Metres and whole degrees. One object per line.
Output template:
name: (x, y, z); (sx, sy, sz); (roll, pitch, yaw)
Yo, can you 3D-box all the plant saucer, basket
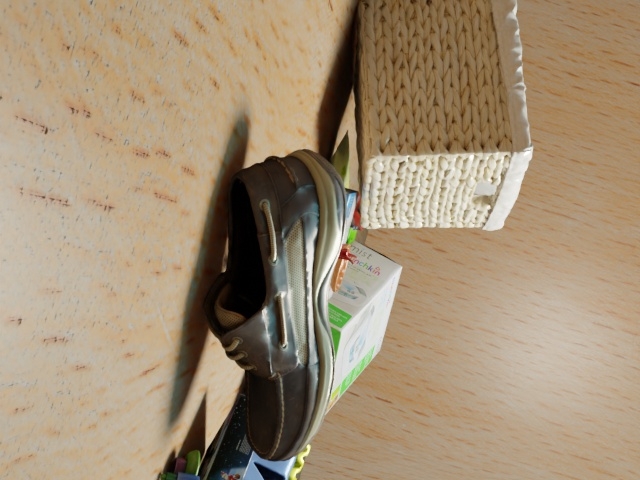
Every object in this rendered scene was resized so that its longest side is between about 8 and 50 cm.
plant saucer: (0.032, 0.044, 1.623); (0.083, 0.013, 0.084); (16, 90, -81)
basket: (0.196, -0.219, 1.695); (0.328, 0.266, 0.331); (89, 0, -69)

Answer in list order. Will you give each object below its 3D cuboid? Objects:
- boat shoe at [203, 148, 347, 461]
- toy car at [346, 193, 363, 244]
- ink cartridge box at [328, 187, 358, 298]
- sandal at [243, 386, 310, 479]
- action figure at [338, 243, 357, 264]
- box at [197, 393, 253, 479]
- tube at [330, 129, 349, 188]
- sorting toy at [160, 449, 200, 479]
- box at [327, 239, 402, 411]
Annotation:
boat shoe: (-0.065, 0.075, 1.073); (0.132, 0.130, 0.356); (24, -65, 55)
toy car: (0.053, -0.008, 2.087); (0.225, 0.053, 0.239); (11, 95, -81)
ink cartridge box: (0.000, 0.000, 1.666); (0.139, 0.082, 0.191); (-28, 135, -81)
sandal: (-0.100, 0.331, 1.466); (0.138, 0.126, 0.318); (31, 55, -42)
action figure: (-0.021, 0.009, 1.271); (0.280, 0.139, 0.092); (-69, 174, -60)
box: (-0.140, 0.325, 1.211); (0.159, 0.044, 0.233); (-59, -173, 44)
tube: (0.028, -0.082, 1.856); (0.070, 0.062, 0.240); (45, -45, 49)
sorting toy: (-0.164, 0.278, 1.104); (0.061, 0.042, 0.102); (121, -19, -46)
box: (0.034, 0.173, 1.967); (0.231, 0.126, 0.262); (-42, 153, -41)
